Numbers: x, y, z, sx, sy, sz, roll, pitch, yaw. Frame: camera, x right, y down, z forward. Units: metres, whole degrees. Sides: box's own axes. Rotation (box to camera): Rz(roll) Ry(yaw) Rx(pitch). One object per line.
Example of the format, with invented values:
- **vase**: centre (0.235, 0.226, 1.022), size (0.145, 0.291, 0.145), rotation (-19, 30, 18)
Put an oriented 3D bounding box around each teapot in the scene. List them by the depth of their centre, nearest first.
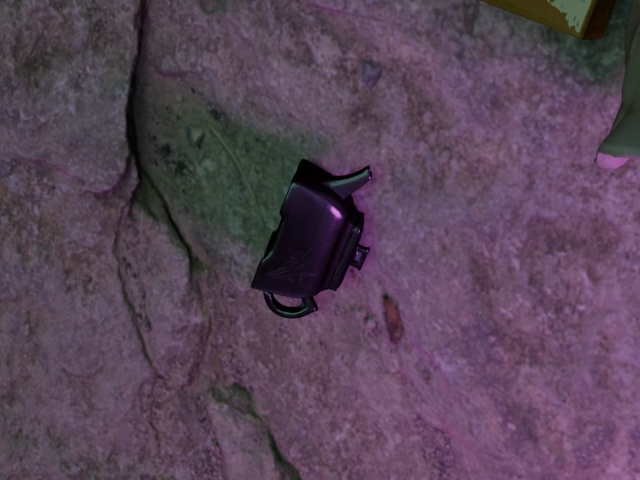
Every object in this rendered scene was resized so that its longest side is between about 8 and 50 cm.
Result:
- **teapot**: centre (0.000, 0.000, 1.424), size (0.096, 0.087, 0.177), rotation (22, 109, -2)

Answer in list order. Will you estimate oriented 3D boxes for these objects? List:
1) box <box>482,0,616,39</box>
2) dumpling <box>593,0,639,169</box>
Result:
- **box**: centre (0.207, -0.331, 1.262), size (0.174, 0.076, 0.274), rotation (25, 109, 20)
- **dumpling**: centre (0.342, -0.155, 1.132), size (0.318, 0.243, 0.187), rotation (-22, 110, 39)
